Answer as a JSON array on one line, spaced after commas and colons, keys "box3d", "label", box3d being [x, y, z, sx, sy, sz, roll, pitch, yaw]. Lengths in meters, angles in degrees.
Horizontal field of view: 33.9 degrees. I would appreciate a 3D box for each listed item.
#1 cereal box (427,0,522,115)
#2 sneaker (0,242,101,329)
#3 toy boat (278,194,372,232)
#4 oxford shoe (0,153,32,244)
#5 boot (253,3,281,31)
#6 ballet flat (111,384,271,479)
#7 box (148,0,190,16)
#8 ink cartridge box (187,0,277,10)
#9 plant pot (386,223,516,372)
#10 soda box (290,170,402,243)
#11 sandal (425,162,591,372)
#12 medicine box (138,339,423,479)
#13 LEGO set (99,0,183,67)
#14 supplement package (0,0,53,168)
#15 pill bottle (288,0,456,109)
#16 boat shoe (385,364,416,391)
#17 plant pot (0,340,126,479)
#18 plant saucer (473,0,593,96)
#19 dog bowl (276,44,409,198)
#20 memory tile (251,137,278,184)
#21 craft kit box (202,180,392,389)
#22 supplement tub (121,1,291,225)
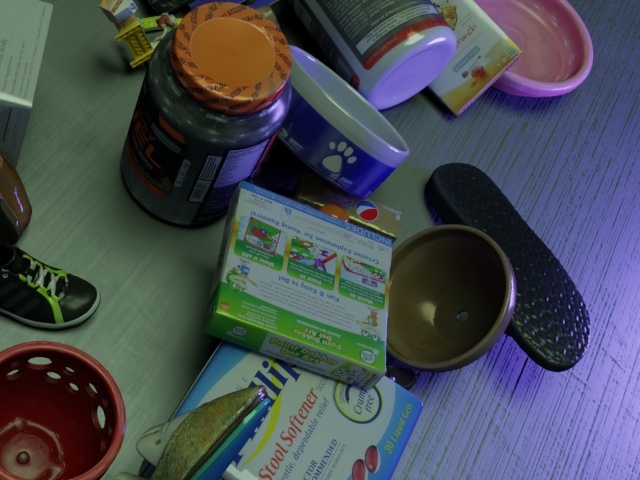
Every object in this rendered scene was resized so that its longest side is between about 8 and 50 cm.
[{"box3d": [0.239, -0.380, 1.994, 0.240, 0.173, 0.047, 47, 8, 9], "label": "cereal box"}, {"box3d": [-0.411, 0.056, 1.424, 0.234, 0.097, 0.084, 13, 55, -18], "label": "sneaker"}, {"box3d": [0.000, 0.000, 1.626, 0.231, 0.151, 0.151, 22, 52, -11], "label": "toy boat"}, {"box3d": [-0.464, -0.098, 1.459, 0.076, 0.212, 0.076, 2, 41, 22], "label": "oxford shoe"}, {"box3d": [-0.125, -0.293, 1.801, 0.152, 0.197, 0.073, -28, 31, -6], "label": "boot"}, {"box3d": [-0.187, 0.292, 1.250, 0.123, 0.349, 0.123, 28, 17, -9], "label": "ballet flat"}, {"box3d": [-0.220, -0.526, 1.837, 0.232, 0.059, 0.183, -28, 69, 10], "label": "box"}, {"box3d": [-0.156, -0.492, 1.866, 0.206, 0.045, 0.208, -28, 70, 7], "label": "ink cartridge box"}, {"box3d": [0.205, 0.103, 1.654, 0.109, 0.237, 0.237, 40, 36, -52], "label": "plant pot"}, {"box3d": [0.039, -0.045, 1.732, 0.181, 0.061, 0.058, 22, 53, -11], "label": "soda box"}, {"box3d": [0.315, 0.052, 1.793, 0.167, 0.107, 0.446, -4, 49, -27], "label": "sandal"}, {"box3d": [-0.050, 0.267, 1.429, 0.289, 0.149, 0.263, 34, 50, -2], "label": "medicine box"}, {"box3d": [-0.286, -0.363, 1.738, 0.287, 0.132, 0.107, -1, 52, -53], "label": "LEGO set"}, {"box3d": [-0.539, -0.238, 1.489, 0.262, 0.198, 0.199, 13, 55, -18], "label": "supplement package"}, {"box3d": [0.067, -0.436, 1.907, 0.210, 0.210, 0.363, -22, 71, -35], "label": "pill bottle"}, {"box3d": [0.086, 0.214, 1.593, 0.152, 0.049, 0.056, -6, 62, -29], "label": "boat shoe"}, {"box3d": [-0.348, 0.243, 1.282, 0.191, 0.174, 0.191, 12, 55, -18], "label": "plant pot"}, {"box3d": [0.393, -0.415, 2.135, 0.332, 0.084, 0.332, 12, 54, -18], "label": "plant saucer"}, {"box3d": [0.014, -0.193, 1.707, 0.265, 0.104, 0.265, 39, 15, -12], "label": "dog bowl"}, {"box3d": [-0.140, -0.155, 1.750, 0.113, 0.012, 0.148, 31, 51, -4], "label": "memory tile"}, {"box3d": [-0.022, 0.059, 1.458, 0.249, 0.061, 0.247, 22, 43, -14], "label": "craft kit box"}, {"box3d": [-0.166, -0.180, 1.534, 0.207, 0.338, 0.207, 9, 61, -16], "label": "supplement tub"}]
